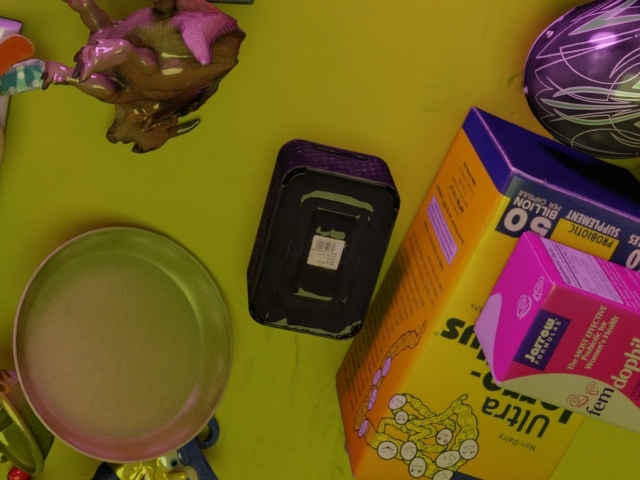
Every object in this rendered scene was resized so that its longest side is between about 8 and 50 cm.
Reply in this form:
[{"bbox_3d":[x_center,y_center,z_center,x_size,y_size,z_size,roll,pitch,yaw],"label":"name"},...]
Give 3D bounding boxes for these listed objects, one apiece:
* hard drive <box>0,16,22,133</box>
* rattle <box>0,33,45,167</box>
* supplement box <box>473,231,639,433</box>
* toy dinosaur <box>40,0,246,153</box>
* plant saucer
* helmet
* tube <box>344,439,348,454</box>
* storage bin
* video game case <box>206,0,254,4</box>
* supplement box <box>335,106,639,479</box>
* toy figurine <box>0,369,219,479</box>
[{"bbox_3d":[-0.426,-0.084,1.186,0.210,0.040,0.318,11,113,-10],"label":"hard drive"},{"bbox_3d":[-0.361,-0.121,1.136,0.130,0.143,0.199,18,98,-47],"label":"rattle"},{"bbox_3d":[0.265,0.092,1.073,0.220,0.114,0.111,19,112,-11],"label":"supplement box"},{"bbox_3d":[-0.134,-0.166,1.076,0.200,0.296,0.127,17,79,-36],"label":"toy dinosaur"},{"bbox_3d":[-0.203,0.107,1.228,0.241,0.037,0.240,7,77,-33],"label":"plant saucer"},{"bbox_3d":[0.287,-0.155,1.145,0.169,0.161,0.169,19,124,29],"label":"helmet"},{"bbox_3d":[0.116,0.279,1.395,0.080,0.052,0.207,-39,118,24],"label":"tube"},{"bbox_3d":[0.000,0.000,1.237,0.122,0.084,0.180,12,113,-10],"label":"storage bin"},{"bbox_3d":[-0.195,-0.323,1.110,0.274,0.026,0.196,2,114,-5],"label":"video game case"},{"bbox_3d":[0.179,0.080,1.227,0.194,0.195,0.356,20,111,-13],"label":"supplement box"},{"bbox_3d":[-0.221,0.237,1.324,0.217,0.191,0.362,-34,108,-23],"label":"toy figurine"}]
